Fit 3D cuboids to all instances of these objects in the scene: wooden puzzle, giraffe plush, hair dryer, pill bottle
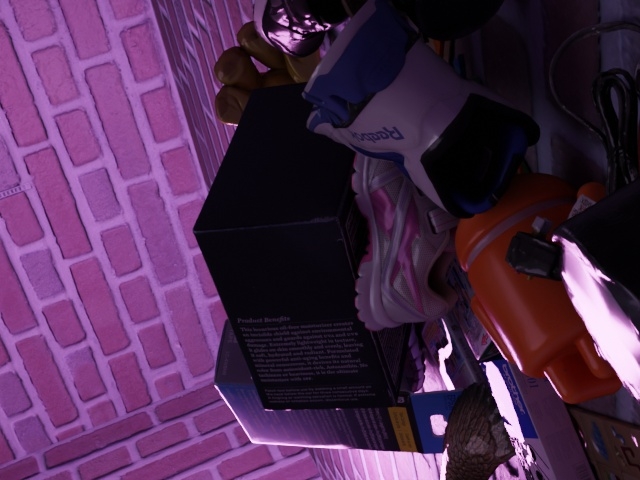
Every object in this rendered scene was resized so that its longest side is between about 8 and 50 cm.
[{"bbox_3d":[0.119,-0.223,1.186,0.116,0.014,0.078,-123,16,-44],"label":"wooden puzzle"},{"bbox_3d":[-0.059,-0.227,1.737,0.210,0.181,0.170,35,-178,-5],"label":"giraffe plush"},{"bbox_3d":[0.234,-0.010,0.776,0.293,0.080,0.223,39,130,45],"label":"hair dryer"},{"bbox_3d":[0.074,-0.279,1.004,0.123,0.123,0.219,83,161,-52],"label":"pill bottle"}]

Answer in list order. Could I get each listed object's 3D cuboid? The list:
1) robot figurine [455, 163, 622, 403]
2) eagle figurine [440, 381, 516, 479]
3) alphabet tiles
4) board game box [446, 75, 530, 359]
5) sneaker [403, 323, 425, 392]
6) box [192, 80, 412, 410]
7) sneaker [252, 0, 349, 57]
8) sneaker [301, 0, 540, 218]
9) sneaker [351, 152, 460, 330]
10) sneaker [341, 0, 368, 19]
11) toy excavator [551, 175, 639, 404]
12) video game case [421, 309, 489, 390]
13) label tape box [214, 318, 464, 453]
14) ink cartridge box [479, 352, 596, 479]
[{"bbox_3d":[0.201,0.031,0.985,0.219,0.128,0.158,62,175,25],"label":"robot figurine"},{"bbox_3d":[0.189,0.348,1.479,0.298,0.225,0.226,61,-176,-43],"label":"eagle figurine"},{"bbox_3d":[0.338,0.312,1.149,0.342,0.011,0.285,175,73,-78],"label":"alphabet tiles"},{"bbox_3d":[0.173,-0.011,1.241,0.317,0.046,0.213,97,149,-68],"label":"board game box"},{"bbox_3d":[0.066,0.150,1.741,0.106,0.162,0.281,-124,17,-49],"label":"sneaker"},{"bbox_3d":[0.000,0.000,1.378,0.296,0.183,0.294,-74,-26,-49],"label":"box"},{"bbox_3d":[-0.017,-0.301,1.465,0.124,0.107,0.283,50,169,20],"label":"sneaker"},{"bbox_3d":[0.089,-0.097,0.998,0.182,0.127,0.315,40,-175,3],"label":"sneaker"},{"bbox_3d":[0.103,-0.026,1.204,0.103,0.111,0.252,-22,-68,-62],"label":"sneaker"},{"bbox_3d":[0.052,-0.264,1.287,0.071,0.066,0.188,-144,35,-72],"label":"sneaker"},{"bbox_3d":[0.335,0.175,0.529,0.433,0.222,0.445,59,179,40],"label":"toy excavator"},{"bbox_3d":[0.187,0.168,1.574,0.157,0.019,0.143,97,150,-69],"label":"video game case"},{"bbox_3d":[0.044,0.218,1.658,0.249,0.348,0.115,72,-159,-59],"label":"label tape box"},{"bbox_3d":[0.249,0.222,1.253,0.097,0.046,0.207,141,108,-77],"label":"ink cartridge box"}]
